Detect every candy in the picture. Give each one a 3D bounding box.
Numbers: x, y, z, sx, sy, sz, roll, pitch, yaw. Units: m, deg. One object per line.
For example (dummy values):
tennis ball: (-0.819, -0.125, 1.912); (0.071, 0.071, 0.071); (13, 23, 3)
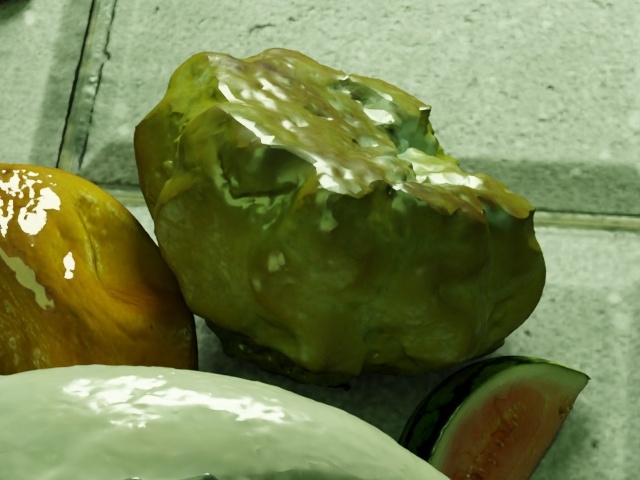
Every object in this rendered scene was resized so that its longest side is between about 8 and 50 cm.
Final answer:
candy: (-0.090, 0.252, 0.964); (0.426, 0.186, 0.386); (-7, 100, -2)

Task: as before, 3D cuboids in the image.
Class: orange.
orange: (-0.196, 0.066, 1.109); (0.249, 0.183, 0.249); (8, 107, 26)

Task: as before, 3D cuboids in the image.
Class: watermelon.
watermelon: (0.093, 0.122, 1.101); (0.087, 0.069, 0.163); (30, 73, 22)

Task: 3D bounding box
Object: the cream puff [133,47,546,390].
cream puff: (0.002, 0.001, 1.120); (0.282, 0.282, 0.185); (31, 112, 21)
